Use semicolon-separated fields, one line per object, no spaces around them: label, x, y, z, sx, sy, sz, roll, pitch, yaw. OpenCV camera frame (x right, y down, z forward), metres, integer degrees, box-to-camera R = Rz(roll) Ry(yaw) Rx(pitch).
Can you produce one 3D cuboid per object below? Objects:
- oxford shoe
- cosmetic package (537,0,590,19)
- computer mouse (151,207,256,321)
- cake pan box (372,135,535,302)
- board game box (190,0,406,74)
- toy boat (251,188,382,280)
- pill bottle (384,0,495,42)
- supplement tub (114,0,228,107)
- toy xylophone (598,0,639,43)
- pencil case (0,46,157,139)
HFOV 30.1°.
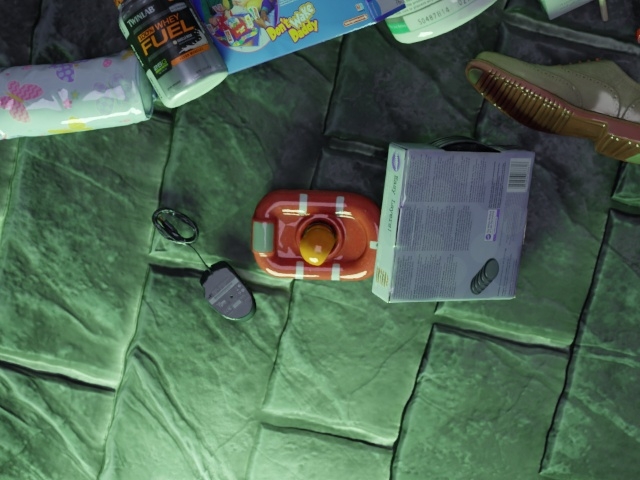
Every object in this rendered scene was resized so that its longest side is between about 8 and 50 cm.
oxford shoe;0.404;-0.239;1.908;0.348;0.123;0.130;23;77;-4
cosmetic package;0.473;-0.512;1.743;0.377;0.284;0.097;-25;59;7
computer mouse;-0.196;0.040;2.007;0.071;0.041;0.242;-38;94;0
cake pan box;0.215;-0.033;1.919;0.245;0.070;0.267;-3;106;-27
board game box;-0.062;-0.399;1.766;0.347;0.078;0.233;-9;109;46
toy boat;0.000;0.000;1.932;0.231;0.151;0.151;2;104;0
pill bottle;0.119;-0.495;1.764;0.204;0.204;0.361;-29;110;7
supplement tub;-0.235;-0.313;1.839;0.117;0.117;0.190;-30;91;7
toy xylophone;0.532;-0.399;1.790;0.236;0.322;0.081;-28;64;14
pencil case;-0.404;-0.236;1.900;0.273;0.113;0.124;-9;84;2
